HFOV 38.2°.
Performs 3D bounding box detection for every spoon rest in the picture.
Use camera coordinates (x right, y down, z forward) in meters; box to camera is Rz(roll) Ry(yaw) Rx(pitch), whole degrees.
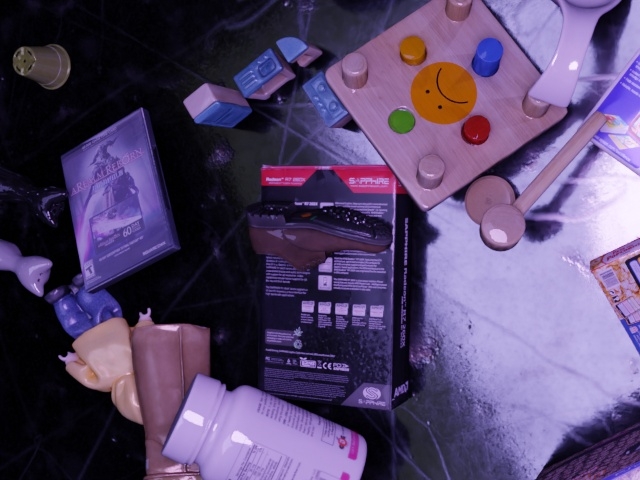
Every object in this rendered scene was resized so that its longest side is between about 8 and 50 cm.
[{"bbox_3d":[0.343,-0.314,1.245,0.137,0.084,0.276,18,64,-3],"label":"spoon rest"}]

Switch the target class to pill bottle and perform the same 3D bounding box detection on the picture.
[{"bbox_3d":[-0.087,0.319,1.414,0.283,0.160,0.160,25,103,-6],"label":"pill bottle"}]

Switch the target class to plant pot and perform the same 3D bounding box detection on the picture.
[{"bbox_3d":[-0.509,-0.318,1.669,0.083,0.079,0.083,1,93,22],"label":"plant pot"}]

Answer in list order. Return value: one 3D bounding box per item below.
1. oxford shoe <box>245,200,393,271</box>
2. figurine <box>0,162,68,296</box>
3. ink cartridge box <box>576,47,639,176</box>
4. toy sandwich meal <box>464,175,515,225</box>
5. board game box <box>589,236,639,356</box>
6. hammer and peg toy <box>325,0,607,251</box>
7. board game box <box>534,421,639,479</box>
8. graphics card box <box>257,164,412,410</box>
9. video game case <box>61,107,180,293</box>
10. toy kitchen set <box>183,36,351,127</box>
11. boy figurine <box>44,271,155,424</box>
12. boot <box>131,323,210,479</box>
[{"bbox_3d":[0.000,0.000,1.373,0.227,0.083,0.096,7,113,23],"label":"oxford shoe"},{"bbox_3d":[-0.554,-0.019,1.683,0.209,0.092,0.215,18,100,27],"label":"figurine"},{"bbox_3d":[0.498,-0.173,1.260,0.206,0.045,0.208,40,108,16],"label":"ink cartridge box"},{"bbox_3d":[0.256,-0.055,1.379,0.085,0.029,0.086,-1,88,26],"label":"toy sandwich meal"},{"bbox_3d":[0.488,0.053,1.252,0.193,0.045,0.147,-28,98,22],"label":"board game box"},{"bbox_3d":[0.211,-0.167,1.305,0.266,0.127,0.361,-35,78,-5],"label":"hammer and peg toy"},{"bbox_3d":[0.389,0.351,1.193,0.232,0.291,0.141,-34,79,20],"label":"board game box"},{"bbox_3d":[0.023,0.068,1.448,0.232,0.094,0.371,1,91,23],"label":"graphics card box"},{"bbox_3d":[-0.351,-0.070,1.602,0.196,0.026,0.274,-26,67,22],"label":"video game case"},{"bbox_3d":[-0.076,-0.208,1.463,0.207,0.122,0.166,-35,78,21],"label":"toy kitchen set"},{"bbox_3d":[-0.360,0.188,1.617,0.177,0.092,0.285,-34,81,-7],"label":"boy figurine"},{"bbox_3d":[-0.191,0.272,1.538,0.236,0.089,0.270,0,69,-17],"label":"boot"}]
